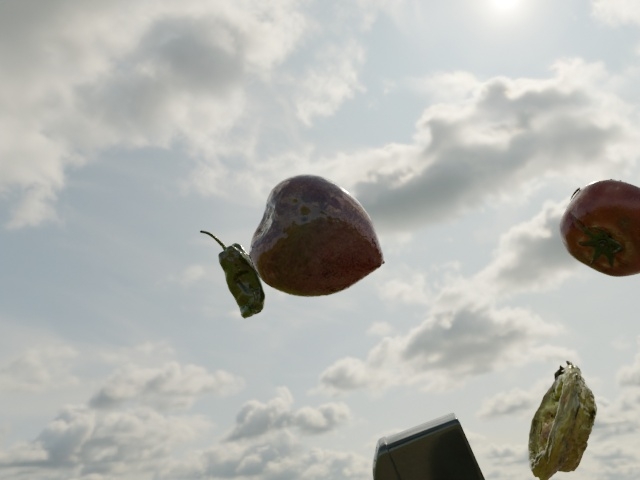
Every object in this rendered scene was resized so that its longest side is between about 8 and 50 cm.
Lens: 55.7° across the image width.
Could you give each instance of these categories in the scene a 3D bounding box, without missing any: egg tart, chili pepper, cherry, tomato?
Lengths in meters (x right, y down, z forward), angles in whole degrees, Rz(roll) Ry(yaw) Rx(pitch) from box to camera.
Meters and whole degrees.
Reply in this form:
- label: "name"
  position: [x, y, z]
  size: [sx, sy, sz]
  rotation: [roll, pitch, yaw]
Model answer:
- label: "egg tart"
  position: [0.542, 0.407, 1.351]
  size: [0.094, 0.279, 0.279]
  rotation: [20, -21, 13]
- label: "chili pepper"
  position: [-0.172, 0.060, 1.271]
  size: [0.072, 0.204, 0.073]
  rotation: [-24, -5, 7]
- label: "cherry"
  position: [-0.010, -0.002, 1.167]
  size: [0.239, 0.240, 0.206]
  rotation: [11, -4, -30]
- label: "tomato"
  position: [0.598, -0.010, 1.250]
  size: [0.224, 0.085, 0.225]
  rotation: [21, -49, 26]

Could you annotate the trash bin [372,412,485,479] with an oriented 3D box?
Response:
- label: "trash bin"
  position: [0.233, 0.514, 1.379]
  size: [0.236, 0.177, 0.101]
  rotation: [-23, -6, 2]
